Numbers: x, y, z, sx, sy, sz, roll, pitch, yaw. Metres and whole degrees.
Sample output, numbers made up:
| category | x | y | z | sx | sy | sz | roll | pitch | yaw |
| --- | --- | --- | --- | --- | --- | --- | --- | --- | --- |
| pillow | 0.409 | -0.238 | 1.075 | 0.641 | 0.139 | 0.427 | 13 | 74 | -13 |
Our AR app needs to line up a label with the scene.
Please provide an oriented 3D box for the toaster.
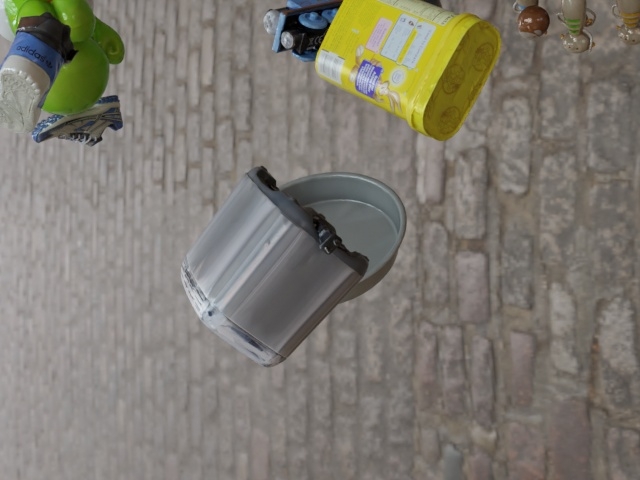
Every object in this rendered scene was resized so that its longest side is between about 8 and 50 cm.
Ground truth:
| category | x | y | z | sx | sy | sz | roll | pitch | yaw |
| --- | --- | --- | --- | --- | --- | --- | --- | --- | --- |
| toaster | -0.050 | 0.028 | 0.925 | 0.146 | 0.129 | 0.227 | -51 | 25 | 3 |

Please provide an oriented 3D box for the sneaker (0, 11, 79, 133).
| category | x | y | z | sx | sy | sz | roll | pitch | yaw |
| --- | --- | --- | --- | --- | --- | --- | --- | --- | --- |
| sneaker | -0.269 | -0.158 | 0.853 | 0.152 | 0.058 | 0.084 | -27 | 36 | 61 |

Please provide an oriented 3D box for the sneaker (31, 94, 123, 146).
| category | x | y | z | sx | sy | sz | roll | pitch | yaw |
| --- | --- | --- | --- | --- | --- | --- | --- | --- | --- |
| sneaker | -0.320 | -0.151 | 1.232 | 0.052 | 0.135 | 0.058 | 3 | 116 | 51 |

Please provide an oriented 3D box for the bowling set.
| category | x | y | z | sx | sy | sz | roll | pitch | yaw |
| --- | --- | --- | --- | --- | --- | --- | --- | --- | --- |
| bowling set | 0.404 | -0.392 | 1.599 | 0.287 | 0.200 | 0.154 | 34 | 159 | 38 |

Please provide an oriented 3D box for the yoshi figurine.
| category | x | y | z | sx | sy | sz | roll | pitch | yaw |
| --- | --- | --- | --- | --- | --- | --- | --- | --- | --- |
| yoshi figurine | -0.359 | -0.268 | 1.167 | 0.203 | 0.203 | 0.362 | -48 | 36 | 3 |

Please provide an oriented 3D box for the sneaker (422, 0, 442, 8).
| category | x | y | z | sx | sy | sz | roll | pitch | yaw |
| --- | --- | --- | --- | --- | --- | --- | --- | --- | --- |
| sneaker | 0.137 | -0.447 | 1.509 | 0.118 | 0.083 | 0.222 | 58 | -169 | -67 |

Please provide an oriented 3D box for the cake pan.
| category | x | y | z | sx | sy | sz | roll | pitch | yaw |
| --- | --- | --- | --- | --- | --- | --- | --- | --- | --- |
| cake pan | 0.000 | 0.000 | 1.507 | 0.293 | 0.293 | 0.054 | 54 | 165 | 46 |

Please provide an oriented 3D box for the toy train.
| category | x | y | z | sx | sy | sz | roll | pitch | yaw |
| --- | --- | --- | --- | --- | --- | --- | --- | --- | --- |
| toy train | -0.005 | -0.328 | 1.385 | 0.105 | 0.184 | 0.080 | 38 | 132 | 28 |

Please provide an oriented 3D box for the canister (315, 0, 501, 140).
| category | x | y | z | sx | sy | sz | roll | pitch | yaw |
| --- | --- | --- | --- | --- | --- | --- | --- | --- | --- |
| canister | 0.086 | -0.193 | 0.955 | 0.170 | 0.073 | 0.126 | 34 | 100 | 39 |
